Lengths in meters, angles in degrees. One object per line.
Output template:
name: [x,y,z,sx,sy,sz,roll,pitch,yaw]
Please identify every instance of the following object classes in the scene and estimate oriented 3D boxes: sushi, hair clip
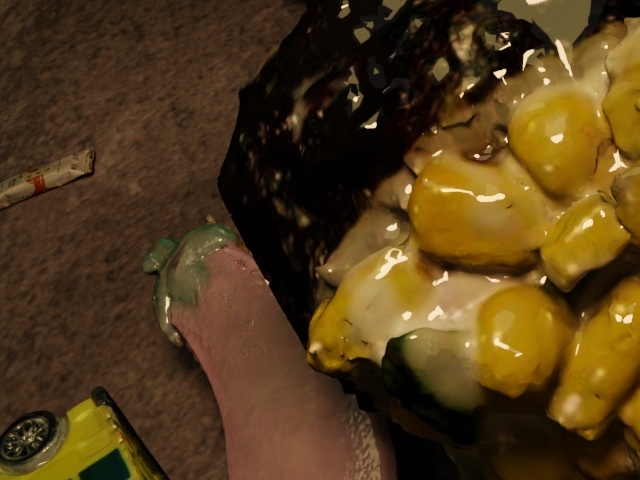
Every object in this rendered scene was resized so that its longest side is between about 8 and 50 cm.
sushi: [0.122,0.012,0.965,0.329,0.328,0.285,-20,48,12]
hair clip: [-0.027,0.107,1.153,0.110,0.095,0.358,-16,38,-9]

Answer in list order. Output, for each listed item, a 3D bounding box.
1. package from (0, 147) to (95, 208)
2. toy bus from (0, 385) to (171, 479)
package: [-0.244,-0.050,1.541,0.110,0.015,0.037,-21,32,11]
toy bus: [-0.201,0.225,1.092,0.262,0.128,0.150,-33,36,-4]
